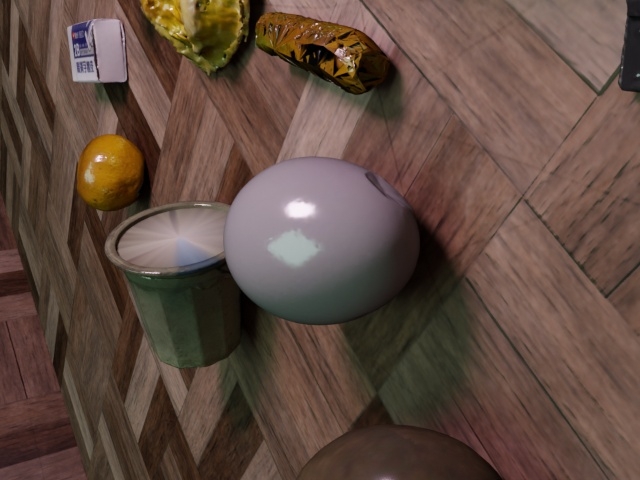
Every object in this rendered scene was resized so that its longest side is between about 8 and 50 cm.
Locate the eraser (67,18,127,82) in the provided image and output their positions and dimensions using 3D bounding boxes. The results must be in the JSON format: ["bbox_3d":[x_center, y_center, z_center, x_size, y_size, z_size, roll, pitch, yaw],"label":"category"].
[{"bbox_3d":[-0.470,-0.392,1.469,0.210,0.068,0.124,18,116,55],"label":"eraser"}]

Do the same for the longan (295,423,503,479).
[{"bbox_3d":[0.080,0.290,0.642,0.246,0.215,0.245,-178,90,-72],"label":"longan"}]

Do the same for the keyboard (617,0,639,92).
[{"bbox_3d":[0.279,-0.108,0.406,0.231,0.023,0.072,28,128,52],"label":"keyboard"}]

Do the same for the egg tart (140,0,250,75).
[{"bbox_3d":[-0.194,-0.377,0.992,0.297,0.132,0.296,33,131,48],"label":"egg tart"}]

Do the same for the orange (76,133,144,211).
[{"bbox_3d":[-0.413,-0.131,1.403,0.156,0.134,0.156,-159,90,-89],"label":"orange"}]

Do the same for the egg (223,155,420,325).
[{"bbox_3d":[0.000,0.000,0.728,0.232,0.176,0.176,0,98,54],"label":"egg"}]

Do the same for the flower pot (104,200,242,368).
[{"bbox_3d":[-0.197,0.068,1.068,0.212,0.213,0.202,40,144,46],"label":"flower pot"}]

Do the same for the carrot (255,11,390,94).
[{"bbox_3d":[-0.007,-0.216,0.790,0.229,0.069,0.068,37,128,50],"label":"carrot"}]
